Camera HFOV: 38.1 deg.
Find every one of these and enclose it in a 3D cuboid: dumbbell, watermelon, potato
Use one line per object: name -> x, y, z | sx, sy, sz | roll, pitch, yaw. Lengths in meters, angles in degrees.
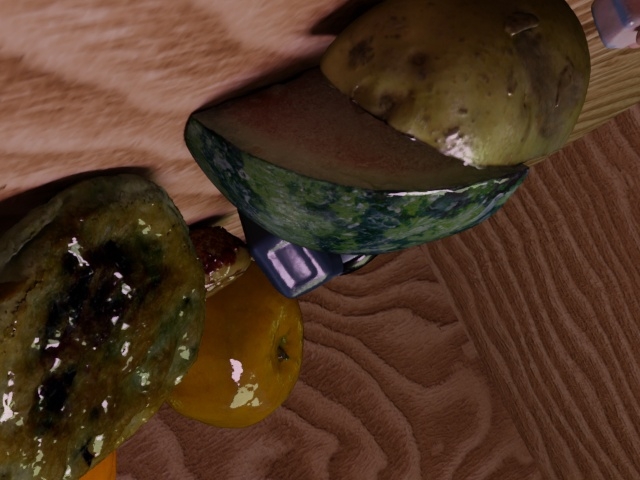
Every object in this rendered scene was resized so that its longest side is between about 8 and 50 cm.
dumbbell -> 0.066, -0.064, 1.084 | 0.324, 0.160, 0.144 | -28, 146, 11
watermelon -> 0.010, -0.066, 0.806 | 0.260, 0.255, 0.176 | 127, -20, -60
potato -> 0.133, -0.150, 0.715 | 0.271, 0.160, 0.111 | -17, 141, -51

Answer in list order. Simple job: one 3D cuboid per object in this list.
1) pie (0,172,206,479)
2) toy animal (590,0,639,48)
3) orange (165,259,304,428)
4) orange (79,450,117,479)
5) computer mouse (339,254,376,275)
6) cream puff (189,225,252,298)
pie -> -0.199, 0.090, 0.781 | 0.323, 0.070, 0.323 | -47, 150, -38
toy animal -> 0.345, -0.219, 0.789 | 0.212, 0.195, 0.256 | -19, 176, -8
orange -> -0.153, 0.161, 1.488 | 0.235, 0.279, 0.279 | 4, -171, 25
orange -> -0.372, 0.237, 0.952 | 0.340, 0.293, 0.340 | -28, 176, -2
computer mouse -> 0.060, -0.051, 1.314 | 0.137, 0.096, 0.233 | -5, -139, 49
cream puff -> -0.159, 0.030, 1.178 | 0.149, 0.084, 0.149 | -31, 176, -2
